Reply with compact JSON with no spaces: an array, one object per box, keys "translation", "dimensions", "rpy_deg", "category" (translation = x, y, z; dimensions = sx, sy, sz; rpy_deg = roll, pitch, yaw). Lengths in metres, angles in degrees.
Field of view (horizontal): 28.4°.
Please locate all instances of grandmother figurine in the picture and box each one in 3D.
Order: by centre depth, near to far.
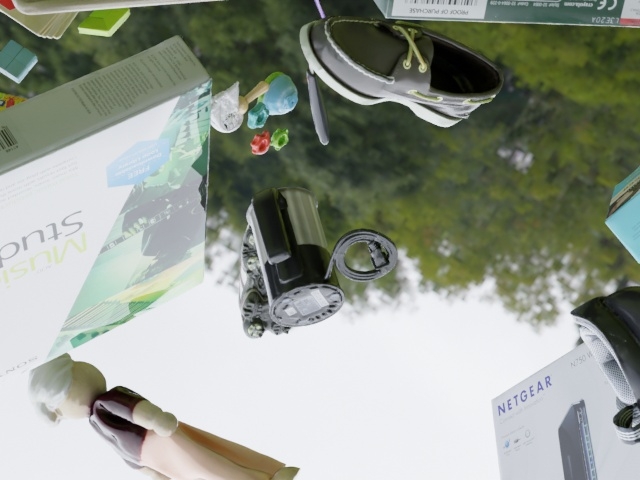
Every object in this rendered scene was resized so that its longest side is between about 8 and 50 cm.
[{"translation":[-0.193,0.230,1.474],"dimensions":[0.342,0.208,0.104],"rpy_deg":[28,-130,9],"category":"grandmother figurine"}]

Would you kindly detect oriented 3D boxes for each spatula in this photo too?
[{"translation":[-0.006,-0.258,1.766],"dimensions":[0.030,0.296,0.084],"rpy_deg":[-9,-141,-8],"category":"spatula"}]

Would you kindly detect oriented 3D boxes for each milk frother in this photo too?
[{"translation":[0.000,0.000,1.376],"dimensions":[0.143,0.129,0.135],"rpy_deg":[-12,-123,-6],"category":"milk frother"}]

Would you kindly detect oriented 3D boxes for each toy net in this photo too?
[{"translation":[-0.114,-0.192,1.913],"dimensions":[0.045,0.122,0.232],"rpy_deg":[30,-159,27],"category":"toy net"}]

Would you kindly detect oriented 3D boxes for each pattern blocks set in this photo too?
[{"translation":[-0.398,-0.389,1.833],"dimensions":[0.285,0.325,0.026],"rpy_deg":[42,164,14],"category":"pattern blocks set"}]

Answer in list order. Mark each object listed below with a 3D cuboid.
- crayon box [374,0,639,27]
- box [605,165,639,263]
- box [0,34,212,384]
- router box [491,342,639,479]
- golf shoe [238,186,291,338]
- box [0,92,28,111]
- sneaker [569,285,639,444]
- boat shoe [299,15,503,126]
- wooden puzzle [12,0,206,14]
[{"translation":[0.213,-0.353,1.474],"dimensions":[0.363,0.106,0.313],"rpy_deg":[0,-150,-14],"category":"crayon box"},{"translation":[0.378,-0.050,1.410],"dimensions":[0.060,0.100,0.244],"rpy_deg":[48,-162,2],"category":"box"},{"translation":[-0.203,-0.009,1.042],"dimensions":[0.232,0.322,0.058],"rpy_deg":[-27,-113,-20],"category":"box"},{"translation":[0.356,0.288,1.593],"dimensions":[0.082,0.335,0.301],"rpy_deg":[11,-123,-25],"category":"router box"},{"translation":[-0.091,0.024,2.017],"dimensions":[0.105,0.273,0.120],"rpy_deg":[1,-149,-19],"category":"golf shoe"},{"translation":[-0.474,-0.047,1.638],"dimensions":[0.290,0.177,0.279],"rpy_deg":[14,-135,9],"category":"box"},{"translation":[0.233,0.027,0.759],"dimensions":[0.101,0.153,0.268],"rpy_deg":[60,-155,-17],"category":"sneaker"},{"translation":[0.077,-0.163,1.141],"dimensions":[0.227,0.068,0.081],"rpy_deg":[10,-118,-47],"category":"boat shoe"},{"translation":[-0.209,-0.309,1.172],"dimensions":[0.221,0.044,0.239],"rpy_deg":[-12,-117,-34],"category":"wooden puzzle"}]
